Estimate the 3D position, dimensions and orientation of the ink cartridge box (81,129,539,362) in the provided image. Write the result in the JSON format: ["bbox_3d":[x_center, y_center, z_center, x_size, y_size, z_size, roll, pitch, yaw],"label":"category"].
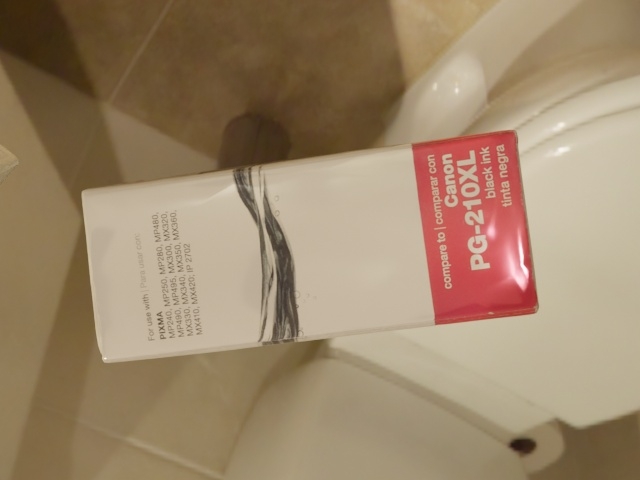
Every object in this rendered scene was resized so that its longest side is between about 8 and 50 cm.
[{"bbox_3d":[0.000,0.000,0.585,0.237,0.172,0.100,-7,92,8],"label":"ink cartridge box"}]

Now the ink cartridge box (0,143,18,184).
[{"bbox_3d":[-0.290,-0.057,0.689,0.099,0.135,0.056,42,104,-6],"label":"ink cartridge box"}]
